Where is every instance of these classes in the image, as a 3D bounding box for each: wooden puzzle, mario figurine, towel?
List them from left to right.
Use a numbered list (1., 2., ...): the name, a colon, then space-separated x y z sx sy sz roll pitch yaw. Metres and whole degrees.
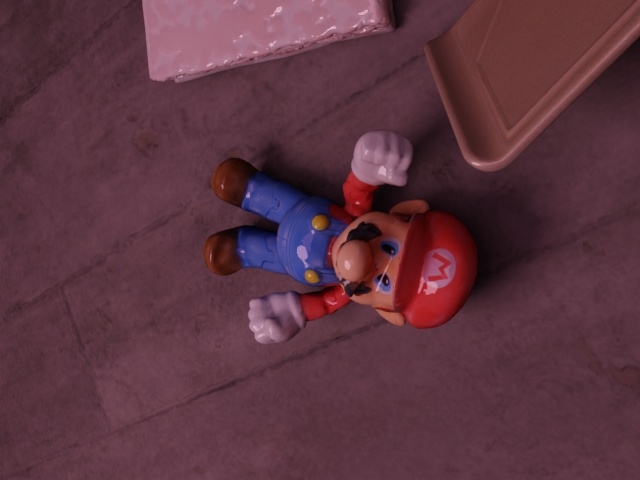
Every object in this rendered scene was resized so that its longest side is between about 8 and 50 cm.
1. towel: -0.075 -0.357 0.789 0.331 0.053 0.317 -3 94 32
2. mario figurine: 0.000 0.000 0.704 0.320 0.170 0.198 13 136 37
3. wooden puzzle: 0.196 -0.190 0.581 0.238 0.044 0.221 -44 32 29
